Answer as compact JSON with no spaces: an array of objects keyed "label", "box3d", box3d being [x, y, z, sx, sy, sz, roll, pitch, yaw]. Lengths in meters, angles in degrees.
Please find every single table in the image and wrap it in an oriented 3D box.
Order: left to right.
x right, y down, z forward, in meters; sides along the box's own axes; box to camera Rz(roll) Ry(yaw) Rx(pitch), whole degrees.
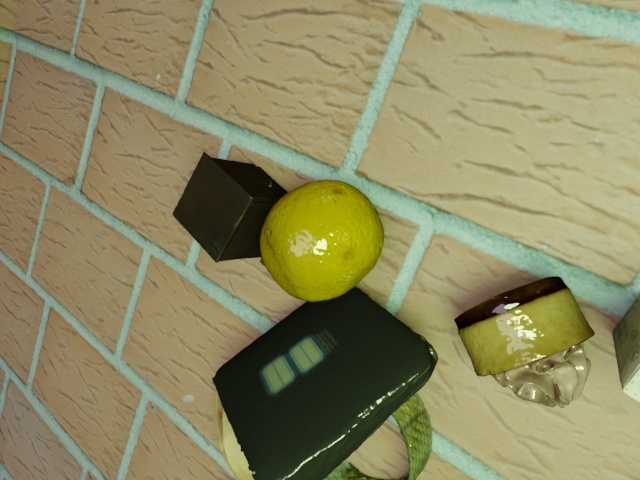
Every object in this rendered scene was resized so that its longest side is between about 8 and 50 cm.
[{"label":"table","box3d":[-0.177,-0.074,1.030,0.169,0.193,0.172,43,112,24]}]

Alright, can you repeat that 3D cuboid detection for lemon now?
[{"label":"lemon","box3d":[0.007,-0.006,0.900,0.254,0.228,0.228,-40,68,-9]}]

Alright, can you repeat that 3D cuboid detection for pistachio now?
[{"label":"pistachio","box3d":[-0.138,0.389,1.023,0.188,0.188,0.299,-28,69,29]}]

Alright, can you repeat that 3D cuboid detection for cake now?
[{"label":"cake","box3d":[0.328,0.172,0.716,0.185,0.208,0.178,-30,63,25]}]

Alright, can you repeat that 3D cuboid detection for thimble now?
[{"label":"thimble","box3d":[0.074,0.386,0.913,0.271,0.150,0.270,0,91,31]}]

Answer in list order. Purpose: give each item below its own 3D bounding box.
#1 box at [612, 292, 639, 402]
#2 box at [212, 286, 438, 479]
[{"label":"box","box3d":[0.482,0.167,0.551,0.210,0.330,0.095,33,108,27]},{"label":"box","box3d":[-0.009,0.237,0.830,0.350,0.091,0.359,-36,29,-12]}]
